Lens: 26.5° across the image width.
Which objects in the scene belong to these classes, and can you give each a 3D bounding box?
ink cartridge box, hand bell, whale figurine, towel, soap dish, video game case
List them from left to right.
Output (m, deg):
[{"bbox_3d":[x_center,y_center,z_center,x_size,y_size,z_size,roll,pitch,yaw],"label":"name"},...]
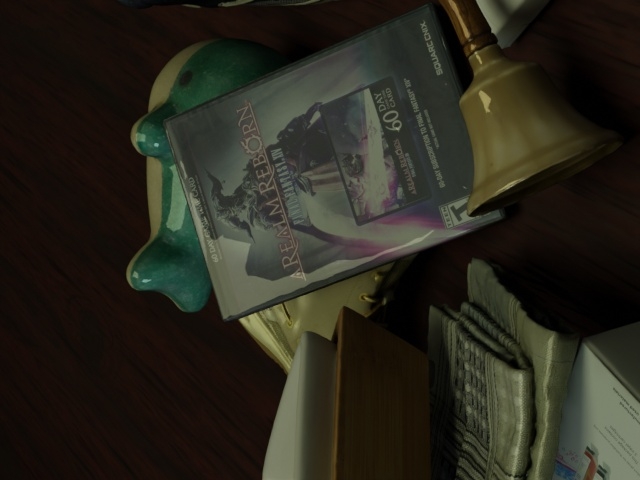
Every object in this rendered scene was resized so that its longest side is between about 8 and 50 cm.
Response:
[{"bbox_3d":[-0.091,-0.063,1.328,0.141,0.216,0.272,10,75,40],"label":"whale figurine"},{"bbox_3d":[0.007,-0.064,1.186,0.274,0.026,0.196,-21,80,19],"label":"video game case"},{"bbox_3d":[0.017,0.230,1.150,0.291,0.118,0.229,104,171,-53],"label":"soap dish"},{"bbox_3d":[0.113,0.183,1.049,0.312,0.056,0.324,-112,32,-82],"label":"towel"},{"bbox_3d":[0.113,-0.151,1.006,0.242,0.126,0.126,64,149,8],"label":"hand bell"},{"bbox_3d":[0.240,0.155,0.938,0.127,0.128,0.176,51,143,38],"label":"ink cartridge box"}]

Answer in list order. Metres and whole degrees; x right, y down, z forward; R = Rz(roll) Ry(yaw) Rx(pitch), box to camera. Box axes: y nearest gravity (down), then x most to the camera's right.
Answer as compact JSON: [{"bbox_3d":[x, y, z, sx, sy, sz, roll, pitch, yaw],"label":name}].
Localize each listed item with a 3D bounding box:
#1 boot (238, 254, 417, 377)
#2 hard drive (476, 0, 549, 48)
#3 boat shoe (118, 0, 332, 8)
[{"bbox_3d":[0.050,0.068,1.262,0.262,0.095,0.203,48,126,10],"label":"boot"},{"bbox_3d":[0.158,-0.329,0.965,0.233,0.047,0.353,67,150,18],"label":"hard drive"},{"bbox_3d":[-0.080,-0.272,1.289,0.340,0.158,0.127,-1,101,61],"label":"boat shoe"}]
